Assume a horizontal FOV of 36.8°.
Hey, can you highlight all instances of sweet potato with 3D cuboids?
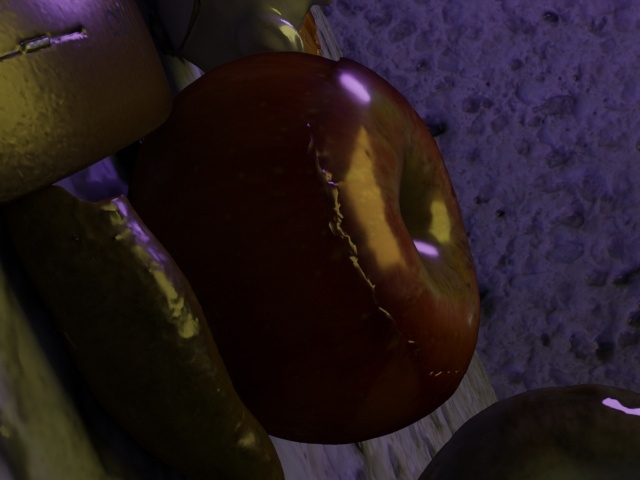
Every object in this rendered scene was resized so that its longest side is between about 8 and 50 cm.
[{"bbox_3d":[-0.081,0.069,0.513,0.244,0.077,0.077,58,12,-13],"label":"sweet potato"}]

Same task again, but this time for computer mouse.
[{"bbox_3d":[-0.145,-0.097,0.496,0.126,0.056,0.245,67,26,-12],"label":"computer mouse"}]

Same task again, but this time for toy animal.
[{"bbox_3d":[-0.084,-0.275,0.939,0.154,0.208,0.325,7,62,-30],"label":"toy animal"}]

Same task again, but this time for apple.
[{"bbox_3d":[-0.014,0.011,0.661,0.272,0.206,0.251,57,26,-32],"label":"apple"}]

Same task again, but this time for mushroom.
[{"bbox_3d":[0.229,0.291,0.822,0.260,0.352,0.352,68,1,-73],"label":"mushroom"}]

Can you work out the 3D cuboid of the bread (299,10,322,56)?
[{"bbox_3d":[-0.079,-0.285,1.196,0.236,0.120,0.198,47,20,-59],"label":"bread"}]

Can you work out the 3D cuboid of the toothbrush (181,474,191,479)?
[{"bbox_3d":[-0.052,0.177,0.586,0.029,0.024,0.354,-99,163,-77],"label":"toothbrush"}]

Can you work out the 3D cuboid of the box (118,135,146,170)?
[{"bbox_3d":[-0.142,-0.109,0.753,0.126,0.027,0.125,67,11,6],"label":"box"}]
